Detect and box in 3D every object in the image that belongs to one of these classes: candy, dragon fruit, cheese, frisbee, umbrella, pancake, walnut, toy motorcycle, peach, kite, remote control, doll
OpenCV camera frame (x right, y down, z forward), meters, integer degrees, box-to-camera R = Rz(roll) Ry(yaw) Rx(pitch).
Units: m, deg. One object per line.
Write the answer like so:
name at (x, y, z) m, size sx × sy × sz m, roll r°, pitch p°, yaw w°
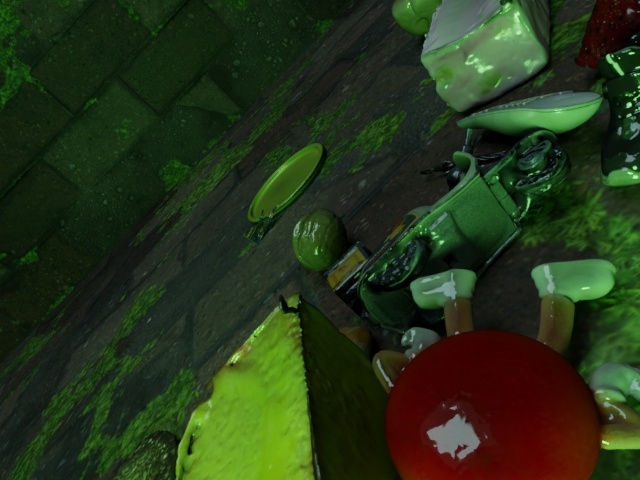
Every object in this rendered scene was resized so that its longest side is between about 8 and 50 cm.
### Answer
candy at (0.254, -0.329, 0.794) m, size 0.155 × 0.116 × 0.265 m, roll -27°, pitch 30°, yaw 40°
dragon fruit at (0.322, -0.201, 0.536) m, size 0.063 × 0.097 × 0.131 m, roll -46°, pitch 42°, yaw 9°
cheese at (0.266, -0.538, 1.117) m, size 0.235 × 0.117 × 0.218 m, roll -42°, pitch 24°, yaw 7°
frisbee at (-0.076, -0.128, 1.160) m, size 0.236 × 0.017 × 0.236 m, roll -37°, pitch 25°, yaw 21°
umbrella at (0.182, -0.099, 0.661) m, size 0.148 × 0.022 × 0.022 m, roll -10°, pitch 79°, yaw 54°
pancake at (-0.250, 0.340, 0.683) m, size 0.199 × 0.021 × 0.199 m, roll -37°, pitch 24°, yaw 20°
walnut at (0.000, 0.000, 0.737) m, size 0.092 × 0.092 × 0.092 m, roll -37°, pitch 24°, yaw 20°
toy motorcycle at (0.127, -0.015, 0.531) m, size 0.263 × 0.091 × 0.157 m, roll -44°, pitch 19°, yaw 3°
peach at (-0.007, 0.190, 0.344) m, size 0.159 × 0.154 × 0.267 m, roll -45°, pitch 29°, yaw 18°
kite at (-0.127, -0.028, 1.073) m, size 0.122 × 0.004 × 0.090 m, roll -32°, pitch 40°, yaw 39°
remote control at (0.226, -0.136, 0.585) m, size 0.073 × 0.044 × 0.229 m, roll -17°, pitch 10°, yaw -4°
doll at (0.121, 0.100, 0.348) m, size 0.183 × 0.085 × 0.217 m, roll -6°, pitch 36°, yaw 26°

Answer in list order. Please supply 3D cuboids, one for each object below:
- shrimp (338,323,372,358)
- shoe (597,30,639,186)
shrimp at (-0.014, 0.163, 0.550) m, size 0.187 × 0.052 × 0.132 m, roll -44°, pitch 3°, yaw -8°
shoe at (0.273, -0.128, 0.450) m, size 0.071 × 0.099 × 0.169 m, roll -3°, pitch 48°, yaw 56°
